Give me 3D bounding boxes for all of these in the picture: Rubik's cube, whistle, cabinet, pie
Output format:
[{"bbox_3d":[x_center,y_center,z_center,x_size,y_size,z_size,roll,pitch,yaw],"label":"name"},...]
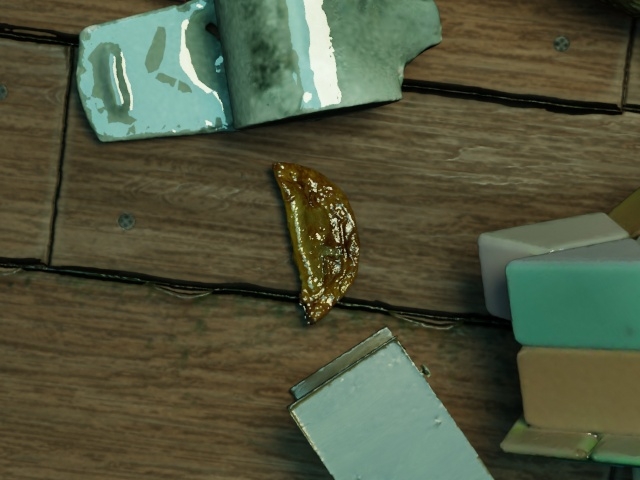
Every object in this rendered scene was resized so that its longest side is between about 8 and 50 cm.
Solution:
[{"bbox_3d":[0.351,0.101,1.188,0.387,0.368,0.358,-12,106,-1],"label":"Rubik's cube"},{"bbox_3d":[-0.075,-0.209,1.294,0.405,0.188,0.168,-7,95,33],"label":"whistle"},{"bbox_3d":[0.082,0.219,1.264,0.148,0.175,0.215,-35,89,-1],"label":"cabinet"},{"bbox_3d":[0.002,-0.002,1.339,0.088,0.033,0.191,-11,88,-16],"label":"pie"}]

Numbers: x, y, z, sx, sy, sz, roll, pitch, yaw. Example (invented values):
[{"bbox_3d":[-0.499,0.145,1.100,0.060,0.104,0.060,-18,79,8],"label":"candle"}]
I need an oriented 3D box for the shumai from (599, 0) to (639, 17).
[{"bbox_3d":[0.319,-0.414,1.208,0.330,0.292,0.288,26,104,-35],"label":"shumai"}]
